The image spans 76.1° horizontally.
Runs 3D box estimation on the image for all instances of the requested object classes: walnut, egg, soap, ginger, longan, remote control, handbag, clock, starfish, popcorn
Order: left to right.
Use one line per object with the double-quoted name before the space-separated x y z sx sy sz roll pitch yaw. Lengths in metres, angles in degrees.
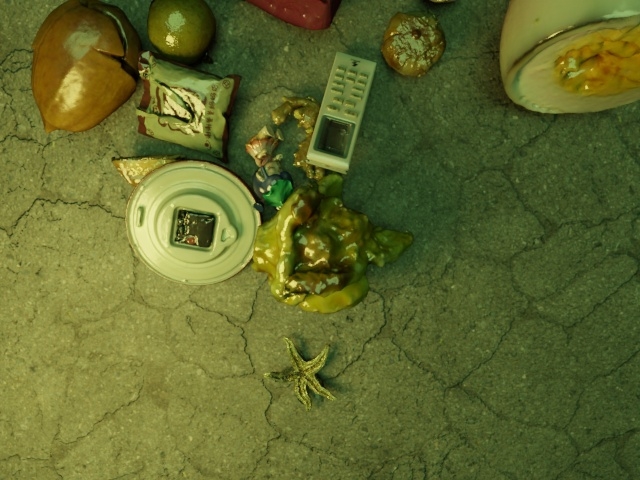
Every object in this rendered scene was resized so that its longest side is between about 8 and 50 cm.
"walnut" -0.537 -0.374 0.926 0.209 0.209 0.336 41 107 -4
"longan" -0.312 -0.482 0.948 0.154 0.176 0.145 -29 52 21
"handbag" -0.312 -0.315 0.965 0.235 0.127 0.213 19 124 0
"clock" -0.298 -0.035 0.981 0.318 0.080 0.319 -3 108 -8
"soap" -0.102 -0.594 0.888 0.324 0.220 0.127 29 91 -4
"starfish" -0.035 0.339 1.068 0.176 0.053 0.208 -42 97 4
"ginger" -0.032 -0.260 0.993 0.193 0.052 0.176 35 79 -24
"popcorn" 0.006 0.004 0.945 0.321 0.290 0.326 14 61 -35
"remote control" 0.050 -0.302 0.962 0.102 0.055 0.277 16 79 -2
"egg" 0.563 -0.488 0.843 0.354 0.354 0.340 6 79 -1

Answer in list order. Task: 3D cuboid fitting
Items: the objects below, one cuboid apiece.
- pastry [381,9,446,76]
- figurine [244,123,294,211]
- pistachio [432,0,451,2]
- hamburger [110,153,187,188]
"pastry" 0.220 -0.466 0.969 0.153 0.081 0.153 0 106 0
"figurine" -0.119 -0.166 0.986 0.102 0.111 0.195 -24 74 32
"pistachio" 0.268 -0.661 0.929 0.152 0.126 0.223 -15 103 36
"hamburger" -0.414 -0.162 1.007 0.176 0.087 0.102 -5 114 -10
